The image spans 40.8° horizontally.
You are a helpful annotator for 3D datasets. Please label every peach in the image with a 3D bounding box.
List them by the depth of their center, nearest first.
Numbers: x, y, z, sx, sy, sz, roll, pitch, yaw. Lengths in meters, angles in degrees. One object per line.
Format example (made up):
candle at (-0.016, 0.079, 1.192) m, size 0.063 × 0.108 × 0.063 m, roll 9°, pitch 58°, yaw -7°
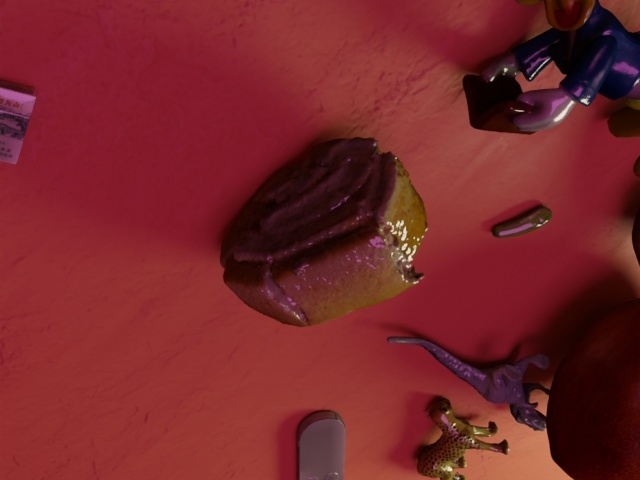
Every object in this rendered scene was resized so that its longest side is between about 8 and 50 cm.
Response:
peach at (0.492, 0.241, 1.293) m, size 0.332 × 0.308 × 0.308 m, roll -41°, pitch 128°, yaw 7°

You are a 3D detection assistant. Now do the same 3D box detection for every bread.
bread at (0.000, 0.000, 1.004) m, size 0.257 × 0.186 × 0.124 m, roll -31°, pitch 133°, yaw 13°

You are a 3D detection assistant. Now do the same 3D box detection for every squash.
squash at (0.281, -0.022, 1.193) m, size 0.089 × 0.027 × 0.027 m, roll -24°, pitch 129°, yaw -1°

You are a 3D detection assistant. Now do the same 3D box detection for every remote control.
remote control at (0.000, 0.363, 1.367) m, size 0.077 × 0.022 × 0.245 m, roll -10°, pitch 128°, yaw -15°

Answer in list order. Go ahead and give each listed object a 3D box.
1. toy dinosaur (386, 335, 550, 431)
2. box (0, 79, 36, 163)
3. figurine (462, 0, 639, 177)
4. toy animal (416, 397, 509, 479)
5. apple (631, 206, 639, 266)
toy dinosaur at (0.267, 0.193, 1.306) m, size 0.129 × 0.076 × 0.383 m, roll -29°, pitch 127°, yaw 30°
box at (-0.332, -0.124, 0.891) m, size 0.054 × 0.024 × 0.083 m, roll 13°, pitch 119°, yaw -26°
figurine at (0.287, -0.233, 0.987) m, size 0.284 × 0.204 × 0.338 m, roll -20°, pitch 117°, yaw 3°
toy animal at (0.206, 0.343, 1.410) m, size 0.136 × 0.073 × 0.181 m, roll 18°, pitch 129°, yaw -21°
apple at (0.535, -0.004, 1.198) m, size 0.174 × 0.188 × 0.188 m, roll -14°, pitch 128°, yaw -5°
